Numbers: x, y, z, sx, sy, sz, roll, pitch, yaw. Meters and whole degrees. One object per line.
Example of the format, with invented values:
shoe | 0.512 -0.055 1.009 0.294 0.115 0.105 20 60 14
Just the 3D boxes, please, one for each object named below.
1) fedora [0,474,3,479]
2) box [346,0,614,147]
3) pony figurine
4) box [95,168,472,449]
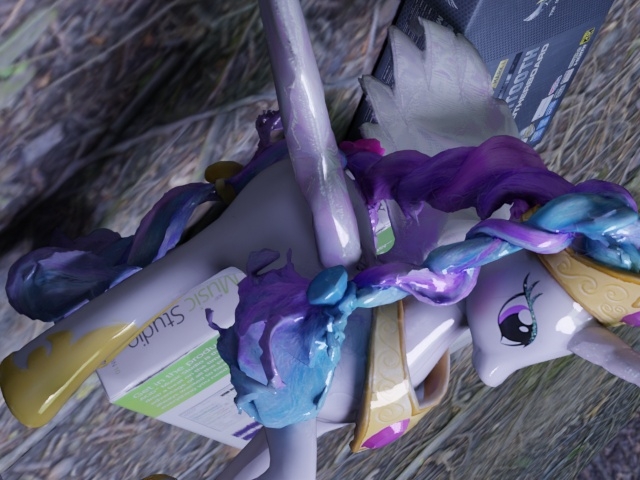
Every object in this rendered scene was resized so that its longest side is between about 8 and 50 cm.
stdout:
fedora | -0.234 0.155 0.850 0.275 0.244 0.124 -15 110 -1
box | 0.121 -0.138 1.250 0.183 0.059 0.233 -23 148 -41
pony figurine | 0.000 0.000 0.975 0.363 0.351 0.303 -31 146 20
box | -0.002 0.060 1.294 0.232 0.058 0.322 -32 160 8
